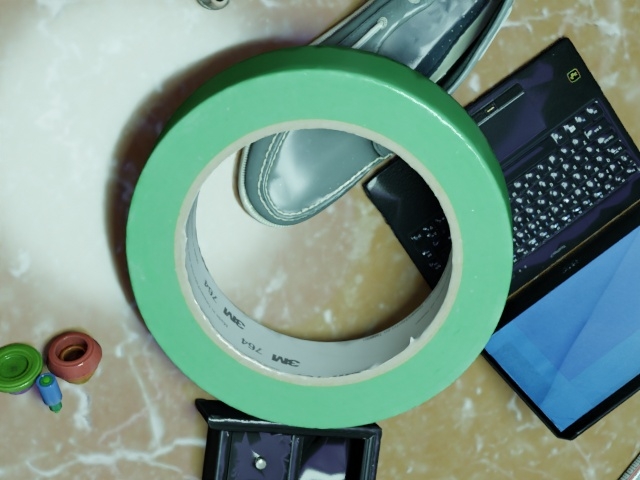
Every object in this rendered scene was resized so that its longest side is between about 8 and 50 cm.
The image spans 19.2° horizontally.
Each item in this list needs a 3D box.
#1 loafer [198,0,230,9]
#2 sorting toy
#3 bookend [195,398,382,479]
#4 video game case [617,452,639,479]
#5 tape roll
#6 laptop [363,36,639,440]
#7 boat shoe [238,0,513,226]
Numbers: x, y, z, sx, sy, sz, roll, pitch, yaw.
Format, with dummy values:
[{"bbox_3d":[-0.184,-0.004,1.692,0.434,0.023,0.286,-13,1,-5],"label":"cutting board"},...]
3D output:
[{"bbox_3d":[-0.088,-0.258,1.609,0.045,0.039,0.125,-4,99,-12],"label":"loafer"},{"bbox_3d":[-0.234,0.117,1.626,0.102,0.061,0.042,-14,135,-4],"label":"sorting toy"},{"bbox_3d":[-0.037,0.227,1.673,0.157,0.072,0.156,6,97,-14],"label":"bookend"},{"bbox_3d":[0.371,0.271,1.804,0.204,0.025,0.285,40,87,-15],"label":"video game case"},{"bbox_3d":[0.000,0.000,1.590,0.321,0.077,0.321,1,112,3],"label":"tape roll"},{"bbox_3d":[0.215,-0.004,1.669,0.234,0.136,0.264,-36,104,-7],"label":"laptop"},{"bbox_3d":[0.051,-0.137,1.628,0.116,0.099,0.319,43,88,-19],"label":"boat shoe"}]
